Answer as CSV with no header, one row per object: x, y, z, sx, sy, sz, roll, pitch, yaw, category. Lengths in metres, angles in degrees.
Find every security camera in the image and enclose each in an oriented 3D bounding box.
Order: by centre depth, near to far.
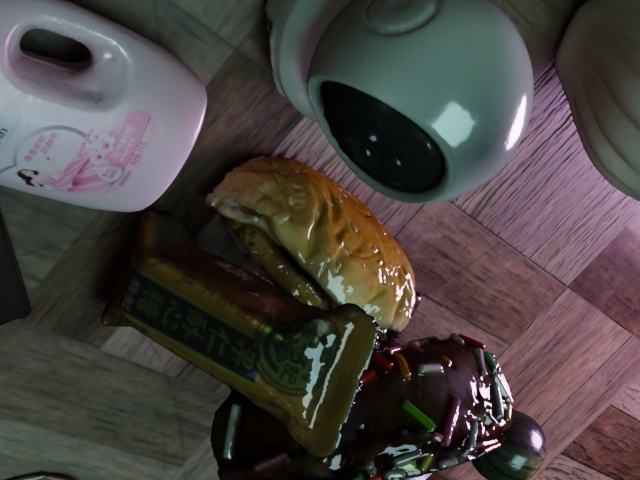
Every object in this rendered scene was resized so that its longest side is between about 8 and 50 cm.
0.078,-0.141,0.918,0.194,0.236,0.195,-21,137,-21,security camera

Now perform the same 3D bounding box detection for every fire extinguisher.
0.078,0.100,1.284,0.046,0.032,0.100,9,115,-52,fire extinguisher

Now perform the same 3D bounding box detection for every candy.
-0.075,0.076,0.993,0.101,0.271,0.143,-12,128,-63,candy

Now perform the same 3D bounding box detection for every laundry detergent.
-0.248,-0.122,0.821,0.335,0.088,0.159,20,109,-43,laundry detergent

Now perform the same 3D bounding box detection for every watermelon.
0.251,0.285,1.517,0.133,0.105,0.105,21,114,-21,watermelon

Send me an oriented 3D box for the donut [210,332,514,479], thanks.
0.063,0.176,1.126,0.259,0.136,0.345,-16,174,26,donut

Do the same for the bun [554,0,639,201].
0.335,-0.182,1.125,0.263,0.175,0.263,-58,169,-18,bun

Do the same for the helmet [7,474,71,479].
-0.313,0.377,1.191,0.198,0.130,0.224,-15,133,-27,helmet

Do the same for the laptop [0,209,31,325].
-0.366,0.046,0.939,0.207,0.026,0.154,-21,134,-19,laptop

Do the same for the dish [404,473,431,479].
0.043,0.284,1.354,0.227,0.086,0.236,-24,175,-2,dish

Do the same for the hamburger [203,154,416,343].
0.000,0.000,1.064,0.135,0.155,0.208,-44,130,-6,hamburger
